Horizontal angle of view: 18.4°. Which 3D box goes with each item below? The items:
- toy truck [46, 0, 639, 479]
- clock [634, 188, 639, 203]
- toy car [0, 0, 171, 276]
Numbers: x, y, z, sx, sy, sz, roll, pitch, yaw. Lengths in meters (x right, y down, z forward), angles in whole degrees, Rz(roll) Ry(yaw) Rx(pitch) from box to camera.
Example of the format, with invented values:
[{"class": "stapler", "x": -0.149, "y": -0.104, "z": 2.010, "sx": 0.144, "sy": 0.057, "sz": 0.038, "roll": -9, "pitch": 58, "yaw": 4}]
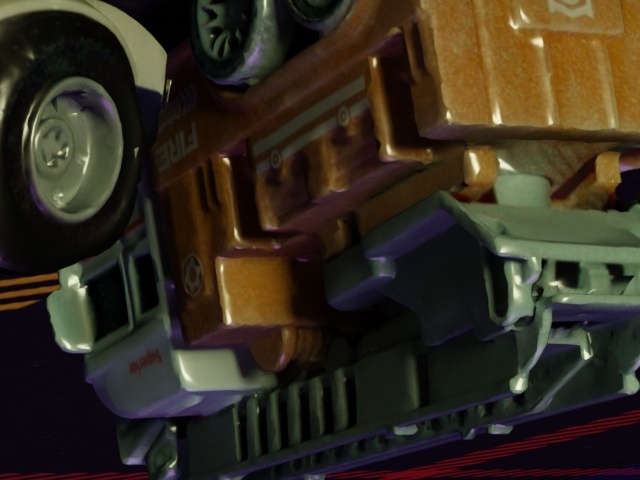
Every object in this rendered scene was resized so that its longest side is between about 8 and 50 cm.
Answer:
[{"class": "toy truck", "x": 0.000, "y": 0.000, "z": 0.750, "sx": 0.133, "sy": 0.184, "sz": 0.338, "roll": 1, "pitch": 163, "yaw": -32}, {"class": "clock", "x": 0.260, "y": -0.051, "z": 0.984, "sx": 0.237, "sy": 0.057, "sz": 0.237, "roll": -10, "pitch": 167, "yaw": -2}, {"class": "toy car", "x": -0.179, "y": -0.056, "z": 0.558, "sx": 0.193, "sy": 0.118, "sz": 0.301, "roll": 6, "pitch": 180, "yaw": 34}]
